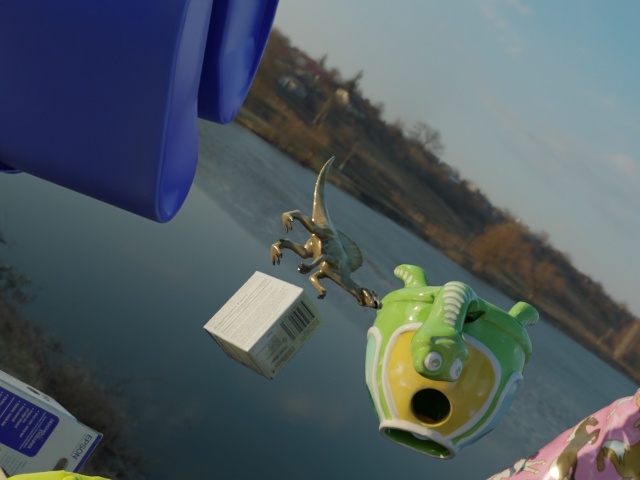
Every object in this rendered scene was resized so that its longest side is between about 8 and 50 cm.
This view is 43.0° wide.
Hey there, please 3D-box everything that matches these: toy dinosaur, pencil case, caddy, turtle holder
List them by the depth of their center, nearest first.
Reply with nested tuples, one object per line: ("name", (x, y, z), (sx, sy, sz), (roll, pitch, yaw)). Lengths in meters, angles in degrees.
("caddy", (-0.134, -0.174, 0.531), (0.179, 0.241, 0.341), (23, -38, 0))
("pencil case", (0.206, 0.284, 0.757), (0.160, 0.386, 0.167), (33, 28, -37))
("toy dinosaur", (0.000, 0.000, 0.802), (0.092, 0.053, 0.183), (2, 54, -34))
("turtle holder", (0.186, 0.182, 1.160), (0.243, 0.227, 0.320), (28, -22, -13))

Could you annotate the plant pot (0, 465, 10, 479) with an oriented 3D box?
("plant pot", (-0.424, 0.393, 0.916), (0.254, 0.239, 0.254), (43, -27, 28))

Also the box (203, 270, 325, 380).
("box", (-0.086, 0.126, 1.231), (0.137, 0.126, 0.072), (17, -32, 53))

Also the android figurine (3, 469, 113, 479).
("android figurine", (-0.228, 0.299, 0.711), (0.248, 0.273, 0.056), (-2, 35, -7))

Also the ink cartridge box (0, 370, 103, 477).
("ink cartridge box", (-0.471, 0.244, 1.069), (0.332, 0.165, 0.065), (40, -12, -29))
